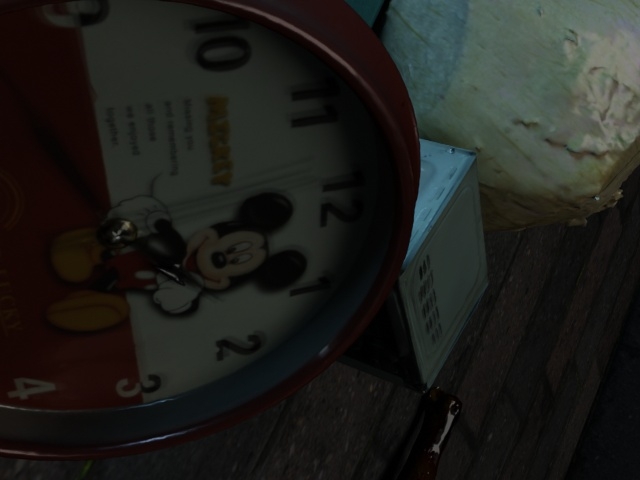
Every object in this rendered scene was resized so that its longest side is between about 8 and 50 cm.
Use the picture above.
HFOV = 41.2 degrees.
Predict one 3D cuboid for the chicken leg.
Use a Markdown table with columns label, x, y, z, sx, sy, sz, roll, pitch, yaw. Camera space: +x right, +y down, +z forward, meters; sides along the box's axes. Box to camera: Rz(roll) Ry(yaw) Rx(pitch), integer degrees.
| label | x | y | z | sx | sy | sz | roll | pitch | yaw |
| --- | --- | --- | --- | --- | --- | --- | --- | --- | --- |
| chicken leg | 0.116 | 0.402 | 1.172 | 0.158 | 0.096 | 0.407 | 25 | 81 | -65 |

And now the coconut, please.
| label | x | y | z | sx | sy | sz | roll | pitch | yaw |
| --- | --- | --- | --- | --- | --- | --- | --- | --- | --- |
| coconut | 0.150 | -0.145 | 0.675 | 0.297 | 0.255 | 0.297 | -57 | -166 | 22 |

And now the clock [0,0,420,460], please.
| label | x | y | z | sx | sy | sz | roll | pitch | yaw |
| --- | --- | --- | --- | --- | --- | --- | --- | --- | --- |
| clock | -0.103 | -0.008 | 0.425 | 0.319 | 0.080 | 0.318 | -11 | 133 | -12 |

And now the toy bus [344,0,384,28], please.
| label | x | y | z | sx | sy | sz | roll | pitch | yaw |
| --- | --- | --- | --- | --- | --- | --- | --- | --- | --- |
| toy bus | -0.042 | -0.153 | 0.533 | 0.256 | 0.147 | 0.128 | -66 | 149 | -14 |

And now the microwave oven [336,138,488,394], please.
| label | x | y | z | sx | sy | sz | roll | pitch | yaw |
| --- | --- | --- | --- | --- | --- | --- | --- | --- | --- |
| microwave oven | 0.000 | 0.000 | 0.622 | 0.122 | 0.208 | 0.162 | -55 | 147 | -29 |
